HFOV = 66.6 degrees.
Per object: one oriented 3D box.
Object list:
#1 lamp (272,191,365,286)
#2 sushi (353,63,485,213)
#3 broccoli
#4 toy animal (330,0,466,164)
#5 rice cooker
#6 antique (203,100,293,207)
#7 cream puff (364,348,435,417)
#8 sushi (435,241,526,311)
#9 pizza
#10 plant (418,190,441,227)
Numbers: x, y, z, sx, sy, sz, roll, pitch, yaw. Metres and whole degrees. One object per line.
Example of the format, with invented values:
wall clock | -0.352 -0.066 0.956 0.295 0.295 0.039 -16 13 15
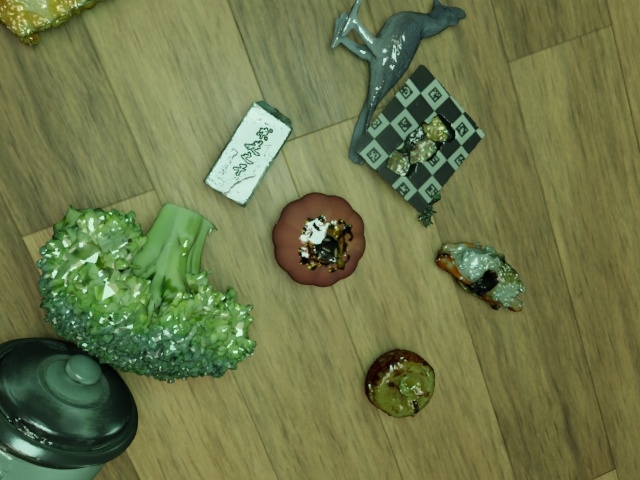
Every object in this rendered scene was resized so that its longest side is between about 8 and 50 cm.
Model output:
lamp | 0.000 0.000 0.908 0.182 0.140 0.182 -2 96 -15
sushi | 0.184 -0.193 0.948 0.192 0.050 0.215 42 82 -15
broccoli | -0.287 0.092 0.811 0.339 0.277 0.317 -8 79 -18
toy animal | 0.111 -0.345 0.904 0.206 0.081 0.367 36 89 -27
rice cooker | -0.462 0.309 0.793 0.264 0.316 0.316 42 89 11
antique | -0.128 -0.160 0.889 0.088 0.086 0.183 31 91 -14
cream puff | 0.162 0.292 1.006 0.149 0.084 0.149 -2 102 -9
sushi | 0.345 0.070 1.003 0.226 0.103 0.097 36 74 -15
pizza | -0.474 -0.434 0.789 0.336 0.086 0.226 10 100 -10
plant | 0.218 -0.075 0.982 0.051 0.051 0.102 1 91 -11
